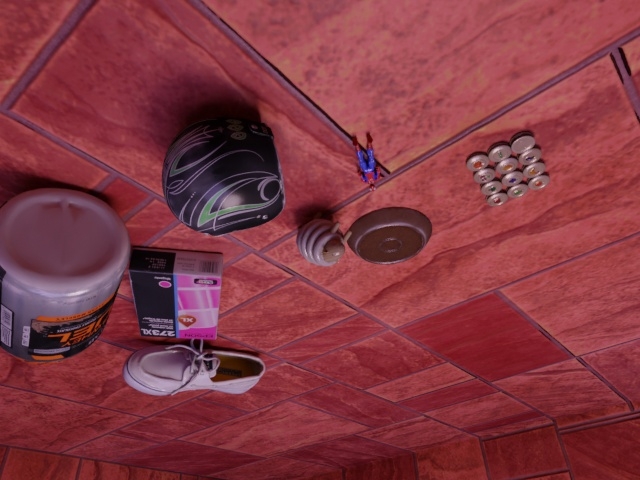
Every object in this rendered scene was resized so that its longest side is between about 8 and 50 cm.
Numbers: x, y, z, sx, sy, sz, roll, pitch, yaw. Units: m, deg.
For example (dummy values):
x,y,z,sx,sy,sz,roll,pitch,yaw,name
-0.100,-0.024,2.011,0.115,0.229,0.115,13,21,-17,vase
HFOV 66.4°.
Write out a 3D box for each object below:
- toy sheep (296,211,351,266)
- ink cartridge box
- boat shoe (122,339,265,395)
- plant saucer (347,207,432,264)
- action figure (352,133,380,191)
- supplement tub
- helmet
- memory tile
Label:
x,y,z,sx,sy,sz,roll,pitch,yaw,name
0.000,0.000,0.879,0.091,0.132,0.091,-11,113,-28,toy sheep
-0.314,0.147,1.089,0.175,0.069,0.371,5,145,-11,ink cartridge box
-0.307,0.325,1.265,0.366,0.136,0.156,17,139,-30,boat shoe
0.135,0.000,0.951,0.168,0.029,0.169,-3,143,-2,plant saucer
0.076,-0.118,0.788,0.038,0.030,0.115,-15,144,7,action figure
-0.469,0.082,0.863,0.207,0.207,0.338,15,140,-23,supplement tub
-0.143,-0.090,0.697,0.161,0.170,0.169,-14,145,-13,helmet
0.318,-0.115,0.824,0.113,0.012,0.148,-23,139,24,memory tile
